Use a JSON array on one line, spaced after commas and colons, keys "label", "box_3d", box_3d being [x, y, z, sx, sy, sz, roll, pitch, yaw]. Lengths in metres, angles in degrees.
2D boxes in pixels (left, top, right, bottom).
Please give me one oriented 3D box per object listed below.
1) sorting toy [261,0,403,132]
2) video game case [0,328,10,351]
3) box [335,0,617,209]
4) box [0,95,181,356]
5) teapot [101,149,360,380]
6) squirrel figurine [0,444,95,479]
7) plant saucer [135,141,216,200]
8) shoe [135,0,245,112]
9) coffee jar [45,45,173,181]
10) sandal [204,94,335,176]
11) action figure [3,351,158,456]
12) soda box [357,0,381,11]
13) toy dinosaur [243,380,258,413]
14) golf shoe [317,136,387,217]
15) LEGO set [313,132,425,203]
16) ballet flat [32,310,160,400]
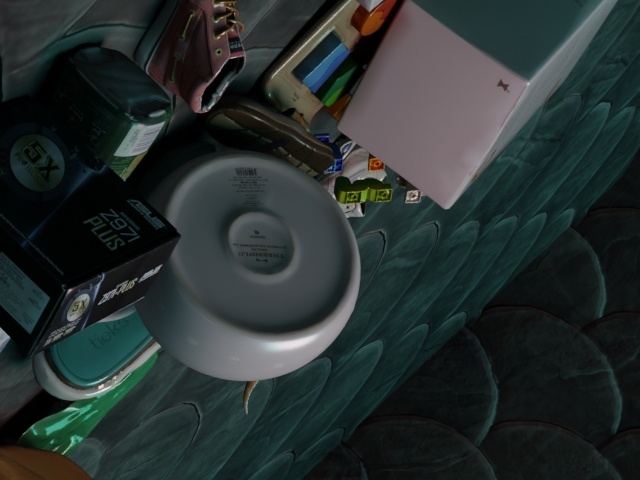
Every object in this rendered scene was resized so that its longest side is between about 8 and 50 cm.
[{"label": "sorting toy", "box_3d": [0.047, -0.214, 1.907, 0.229, 0.041, 0.307, -48, 166, 3]}, {"label": "video game case", "box_3d": [-0.365, 0.134, 1.663, 0.166, 0.015, 0.119, -53, 165, 20]}, {"label": "box", "box_3d": [0.201, -0.232, 1.975, 0.345, 0.168, 0.215, -46, 170, -46]}, {"label": "box", "box_3d": [-0.227, -0.016, 1.315, 0.147, 0.180, 0.077, -28, 156, -54]}, {"label": "teapot", "box_3d": [-0.097, 0.044, 1.714, 0.252, 0.256, 0.187, -52, -177, -36]}, {"label": "squirrel figurine", "box_3d": [-0.357, 0.443, 1.950, 0.370, 0.281, 0.397, -37, 160, 22]}, {"label": "plant saucer", "box_3d": [-0.157, -0.062, 1.743, 0.119, 0.021, 0.119, -44, 166, -13]}, {"label": "shoe", "box_3d": [-0.089, -0.195, 1.450, 0.063, 0.081, 0.178, -28, 156, -55]}, {"label": "coffee jar", "box_3d": [-0.205, -0.067, 1.423, 0.079, 0.096, 0.184, -23, 153, -55]}, {"label": "sandal", "box_3d": [-0.054, -0.116, 1.787, 0.090, 0.060, 0.219, -17, 155, 26]}, {"label": "action figure", "box_3d": [-0.267, 0.176, 1.983, 0.232, 0.063, 0.137, -42, 164, -7]}, {"label": "soda box", "box_3d": [0.059, -0.316, 1.602, 0.074, 0.069, 0.216, -43, 165, -22]}, {"label": "toy dinosaur", "box_3d": [-0.081, 0.161, 2.453, 0.183, 0.092, 0.053, -49, 166, 3]}, {"label": "golf shoe", "box_3d": [0.013, -0.048, 2.178, 0.176, 0.086, 0.069, -51, 168, 19]}, {"label": "LEGO set", "box_3d": [0.040, -0.100, 2.009, 0.227, 0.093, 0.087, -4, 132, -14]}, {"label": "ballet flat", "box_3d": [-0.163, 0.046, 1.861, 0.400, 0.139, 0.139, -35, 162, -29]}]
